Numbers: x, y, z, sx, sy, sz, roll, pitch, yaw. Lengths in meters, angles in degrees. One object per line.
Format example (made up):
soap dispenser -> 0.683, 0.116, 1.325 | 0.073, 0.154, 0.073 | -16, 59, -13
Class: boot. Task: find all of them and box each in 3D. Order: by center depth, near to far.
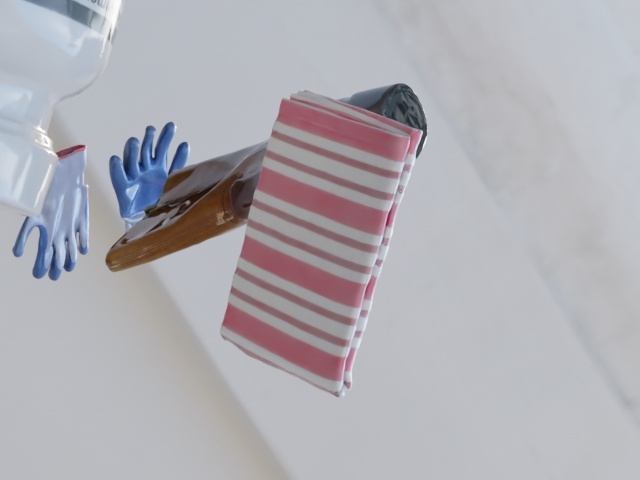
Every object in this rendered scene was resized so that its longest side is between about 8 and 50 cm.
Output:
boot -> -0.076, -0.030, 1.566 | 0.280, 0.096, 0.264 | -17, -153, 32

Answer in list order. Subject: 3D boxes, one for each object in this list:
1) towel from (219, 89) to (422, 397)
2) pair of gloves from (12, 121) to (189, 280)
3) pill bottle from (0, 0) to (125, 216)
towel -> 0.000, 0.000, 1.325 | 0.029, 0.197, 0.144 | 10, -171, -39
pair of gloves -> -0.215, -0.037, 1.854 | 0.198, 0.159, 0.023 | -21, -134, -33
pill bottle -> -0.220, -0.212, 1.205 | 0.210, 0.210, 0.363 | -178, -77, -73
